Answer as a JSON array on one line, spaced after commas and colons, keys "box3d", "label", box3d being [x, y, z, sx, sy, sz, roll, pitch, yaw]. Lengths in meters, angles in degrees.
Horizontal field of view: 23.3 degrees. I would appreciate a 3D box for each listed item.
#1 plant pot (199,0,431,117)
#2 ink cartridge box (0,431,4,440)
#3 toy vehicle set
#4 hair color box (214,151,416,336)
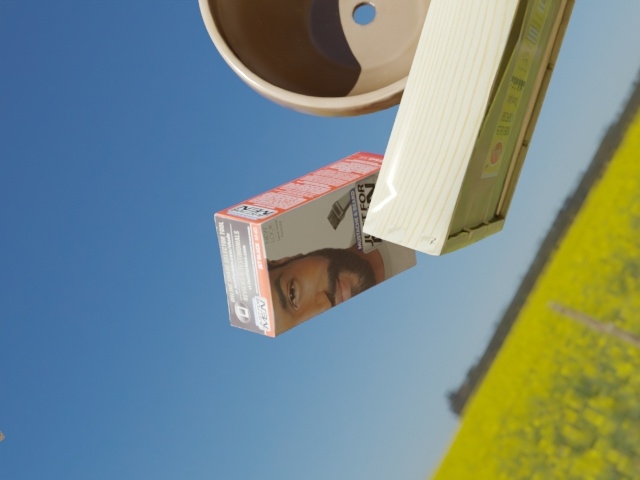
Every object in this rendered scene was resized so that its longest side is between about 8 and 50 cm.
[{"box3d": [0.027, -0.205, 1.270, 0.237, 0.237, 0.110, -61, -18, -6], "label": "plant pot"}, {"box3d": [-0.413, 0.234, 1.535, 0.181, 0.061, 0.104, -37, 0, -40], "label": "ink cartridge box"}, {"box3d": [0.085, -0.082, 0.764, 0.267, 0.035, 0.166, -11, -62, -78], "label": "toy vehicle set"}, {"box3d": [0.000, 0.000, 1.200, 0.167, 0.053, 0.093, -25, -63, -40], "label": "hair color box"}]
